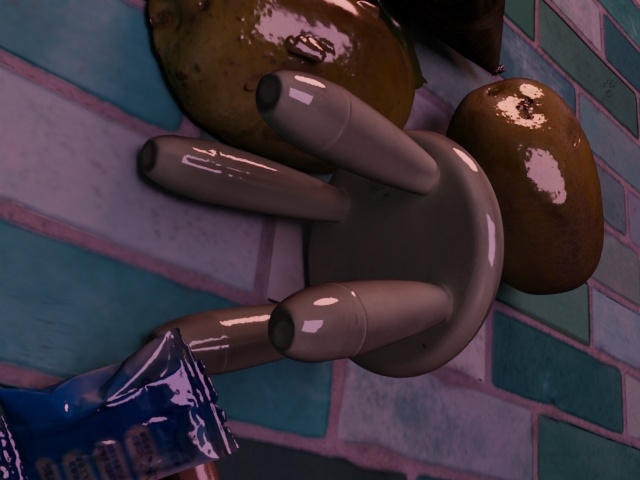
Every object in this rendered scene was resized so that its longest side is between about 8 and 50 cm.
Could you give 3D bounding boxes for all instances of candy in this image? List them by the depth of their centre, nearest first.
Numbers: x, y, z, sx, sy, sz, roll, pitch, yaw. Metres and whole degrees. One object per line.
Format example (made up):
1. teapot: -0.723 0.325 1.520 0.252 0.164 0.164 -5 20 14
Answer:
1. candy: -0.127 0.112 0.470 0.136 0.038 0.088 -19 91 -8

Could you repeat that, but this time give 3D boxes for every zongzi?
1. zongzi: 0.159 -0.241 0.800 0.242 0.112 0.221 56 9 -26

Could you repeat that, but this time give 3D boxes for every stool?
1. stool: 0.000 0.000 0.556 0.199 0.195 0.195 9 73 -43

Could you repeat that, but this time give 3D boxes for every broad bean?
1. broad bean: 0.035 -0.281 0.782 0.297 0.043 0.060 54 54 -20

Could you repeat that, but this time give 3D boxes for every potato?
1. potato: -0.005 -0.154 0.657 0.272 0.111 0.160 19 64 -43
2. potato: 0.223 -0.047 0.833 0.174 0.159 0.251 -29 111 -22

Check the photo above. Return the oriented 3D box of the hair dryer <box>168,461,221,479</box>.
1. hair dryer: -0.072 0.185 0.531 0.117 0.064 0.181 -14 84 -48
